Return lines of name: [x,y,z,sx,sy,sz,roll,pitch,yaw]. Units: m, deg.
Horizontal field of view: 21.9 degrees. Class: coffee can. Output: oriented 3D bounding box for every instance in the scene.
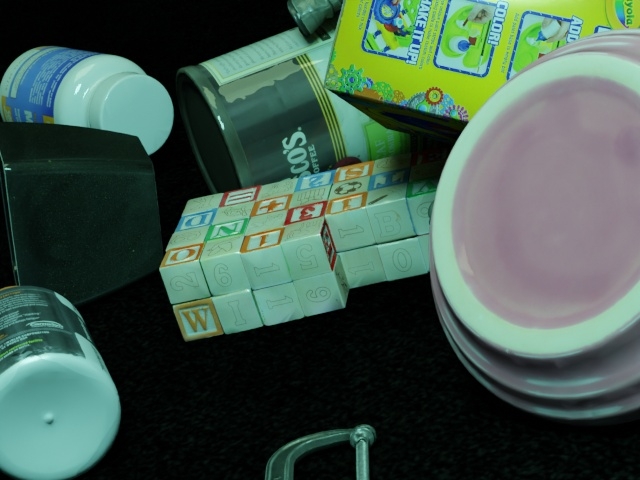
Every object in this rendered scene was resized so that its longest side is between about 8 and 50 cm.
coffee can: [-0.002,-0.150,1.901,0.275,0.201,0.201,-23,23,-13]

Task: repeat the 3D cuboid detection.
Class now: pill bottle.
pill bottle: [-0.272,0.121,1.559,0.130,0.130,0.246,-21,23,-10]
pill bottle: [-0.318,-0.183,2.268,0.152,0.152,0.272,-30,25,-28]

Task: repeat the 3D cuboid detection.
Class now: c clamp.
c clamp: [0.017,0.194,1.337,0.137,0.022,0.161,-21,24,4]

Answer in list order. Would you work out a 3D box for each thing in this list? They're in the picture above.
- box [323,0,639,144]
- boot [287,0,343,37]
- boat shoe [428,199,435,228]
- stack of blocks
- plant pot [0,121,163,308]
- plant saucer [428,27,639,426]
box: [0.185,-0.180,1.610,0.279,0.177,0.290,14,0,15]
boot: [0.038,-0.322,1.880,0.161,0.083,0.246,-27,20,22]
boat shoe: [0.248,-0.013,1.551,0.305,0.091,0.109,-8,24,22]
stack of blocks: [0.000,0.000,1.702,0.297,0.087,0.171,-12,23,12]
plant pot: [-0.272,-0.035,1.874,0.167,0.188,0.187,-9,21,-12]
plant saucer: [0.212,-0.020,1.331,0.332,0.332,0.084,6,-12,43]
